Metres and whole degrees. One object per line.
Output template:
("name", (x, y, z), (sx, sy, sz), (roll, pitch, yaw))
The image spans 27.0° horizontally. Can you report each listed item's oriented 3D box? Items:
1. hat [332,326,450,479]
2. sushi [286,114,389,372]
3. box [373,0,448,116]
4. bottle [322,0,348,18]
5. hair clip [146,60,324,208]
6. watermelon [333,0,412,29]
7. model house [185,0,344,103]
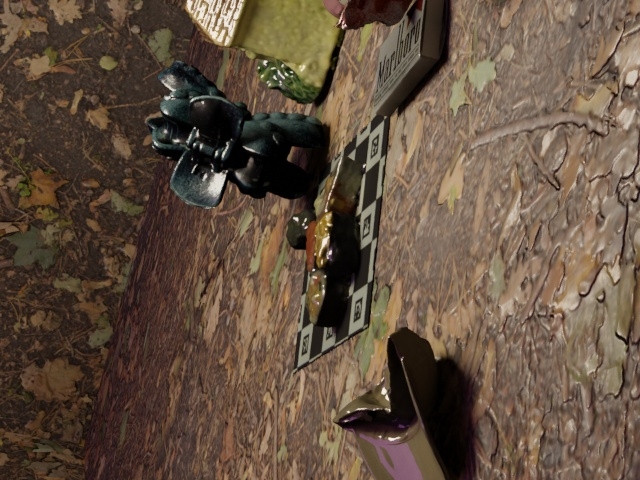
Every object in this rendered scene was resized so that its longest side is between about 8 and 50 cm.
("hat", (0.113, 0.201, 1.503), (0.173, 0.144, 0.166), (47, 137, 16))
("sushi", (0.000, 0.000, 2.020), (0.359, 0.064, 0.343), (138, 141, -66))
("box", (0.122, -0.256, 1.824), (0.177, 0.036, 0.115), (134, 148, -63))
("bottle", (0.070, -0.405, 1.985), (0.233, 0.110, 0.110), (142, 137, -66))
("hair clip", (-0.157, -0.169, 2.226), (0.206, 0.310, 0.194), (-44, -26, -64))
("watermelon", (0.090, -0.348, 1.809), (0.158, 0.098, 0.121), (-56, -12, -62))
("model house", (-0.113, -0.399, 2.351), (0.321, 0.266, 0.261), (-136, 63, -72))
